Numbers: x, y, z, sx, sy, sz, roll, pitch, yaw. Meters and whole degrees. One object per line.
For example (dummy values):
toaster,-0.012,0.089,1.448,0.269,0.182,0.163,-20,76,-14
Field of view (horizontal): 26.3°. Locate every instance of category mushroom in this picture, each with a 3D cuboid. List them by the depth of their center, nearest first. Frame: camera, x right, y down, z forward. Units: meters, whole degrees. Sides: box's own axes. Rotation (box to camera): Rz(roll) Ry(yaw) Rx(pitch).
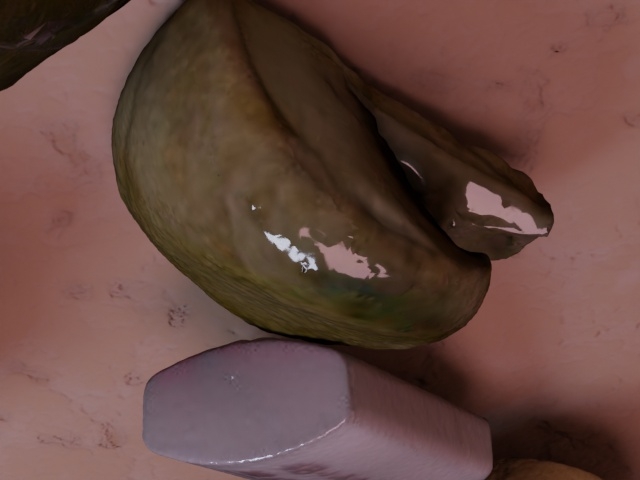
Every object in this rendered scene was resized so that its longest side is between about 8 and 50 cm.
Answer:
mushroom,-0.009,0.003,0.925,0.292,0.212,0.217,21,127,-35

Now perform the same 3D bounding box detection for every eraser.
eraser,0.007,0.149,1.076,0.174,0.094,0.270,-12,157,25

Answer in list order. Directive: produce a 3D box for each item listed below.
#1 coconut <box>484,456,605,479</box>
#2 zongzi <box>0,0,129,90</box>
coconut,0.156,0.374,1.208,0.353,0.352,0.352,-2,136,-2
zongzi,-0.241,-0.128,0.738,0.274,0.145,0.300,-17,165,-48
